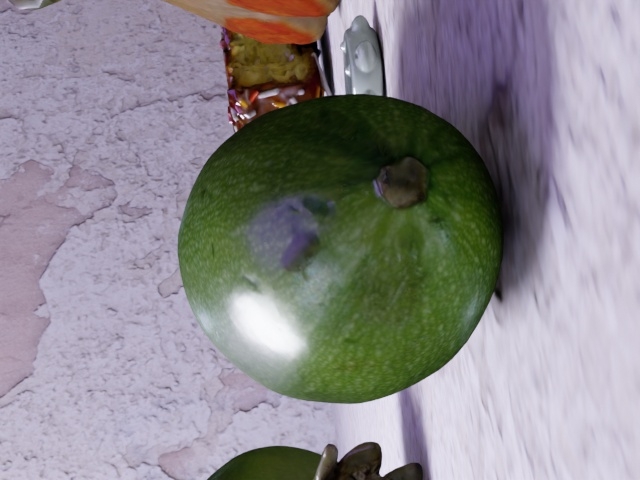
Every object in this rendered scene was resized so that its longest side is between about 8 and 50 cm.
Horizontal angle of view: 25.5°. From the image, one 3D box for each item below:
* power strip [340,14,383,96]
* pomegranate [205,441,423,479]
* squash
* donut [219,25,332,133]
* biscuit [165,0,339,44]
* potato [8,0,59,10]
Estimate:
[{"bbox_3d":[0.017,-0.084,0.784,0.083,0.035,0.055,89,174,-49],"label":"power strip"},{"bbox_3d":[-0.010,0.203,0.870,0.225,0.187,0.187,119,152,-42],"label":"pomegranate"},{"bbox_3d":[0.000,0.000,0.555,0.395,0.107,0.107,-135,38,-85],"label":"squash"},{"bbox_3d":[-0.043,-0.175,1.299,0.216,0.096,0.230,81,-179,-68],"label":"donut"},{"bbox_3d":[-0.177,-0.220,0.961,0.368,0.394,0.076,-145,75,-87],"label":"biscuit"},{"bbox_3d":[-0.073,-0.251,0.598,0.330,0.213,0.280,-45,71,42],"label":"potato"}]
